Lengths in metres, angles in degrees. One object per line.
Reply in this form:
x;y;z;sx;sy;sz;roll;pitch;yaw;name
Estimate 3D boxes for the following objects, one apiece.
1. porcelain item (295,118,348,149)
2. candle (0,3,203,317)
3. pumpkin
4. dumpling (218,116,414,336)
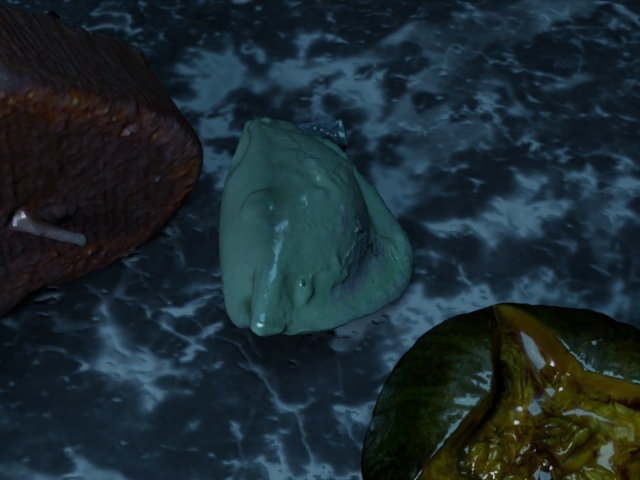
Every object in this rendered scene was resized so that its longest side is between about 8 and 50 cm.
-0.020;-0.083;1.246;0.083;0.028;0.036;-7;37;-4;porcelain item
-0.225;-0.047;1.063;0.317;0.287;0.131;-29;63;-24;candle
0.144;0.155;0.992;0.238;0.159;0.238;1;65;-1;pumpkin
-0.005;-0.007;1.139;0.149;0.105;0.217;0;49;6;dumpling
